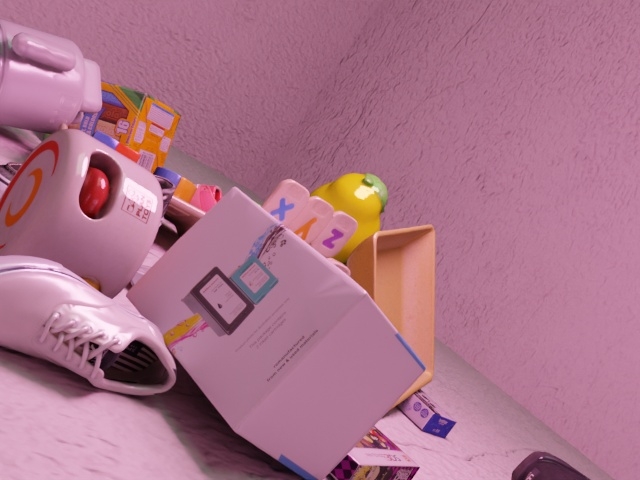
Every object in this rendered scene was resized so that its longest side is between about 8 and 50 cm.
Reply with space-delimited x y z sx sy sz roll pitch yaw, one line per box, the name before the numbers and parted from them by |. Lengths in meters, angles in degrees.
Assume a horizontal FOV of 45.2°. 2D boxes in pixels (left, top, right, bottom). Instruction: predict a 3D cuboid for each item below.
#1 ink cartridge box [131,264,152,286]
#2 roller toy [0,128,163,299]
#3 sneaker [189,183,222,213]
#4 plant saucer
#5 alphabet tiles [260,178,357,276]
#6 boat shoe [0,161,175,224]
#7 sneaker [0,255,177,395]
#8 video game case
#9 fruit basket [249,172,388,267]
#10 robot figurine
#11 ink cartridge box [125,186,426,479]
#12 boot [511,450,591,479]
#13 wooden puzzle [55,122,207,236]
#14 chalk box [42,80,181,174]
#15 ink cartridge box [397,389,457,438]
ink cartridge box | -0.229 0.088 1.213 0.232 0.066 0.189 13 -5 26
roller toy | -0.284 -0.020 0.907 0.146 0.191 0.209 32 5 -35
sneaker | -0.300 -0.087 1.848 0.314 0.136 0.116 36 4 25
plant saucer | 0.133 0.140 1.490 0.081 0.332 0.333 2 4 26
alphabet tiles | -0.081 0.049 1.084 0.284 0.278 0.021 29 13 -46
boat shoe | -0.383 -0.093 1.255 0.121 0.119 0.335 41 17 30
sneaker | -0.235 0.088 0.752 0.091 0.094 0.258 32 2 39
video game case | 0.009 0.256 1.081 0.232 0.041 0.210 37 4 33
fruit basket | 0.000 0.000 1.664 0.392 0.392 0.283 34 5 -10
robot figurine | -0.605 -0.324 1.502 0.354 0.300 0.199 6 70 -48
ink cartridge box | -0.056 0.109 0.927 0.270 0.197 0.198 38 -9 43
boot | 0.513 0.524 1.203 0.367 0.146 0.445 26 2 -3
wooden puzzle | -0.381 -0.128 1.570 0.348 0.080 0.322 34 -12 -19
chalk box | -0.513 -0.276 1.809 0.289 0.179 0.180 20 0 17
ink cartridge box | 0.179 0.320 1.589 0.097 0.046 0.207 31 5 -46
